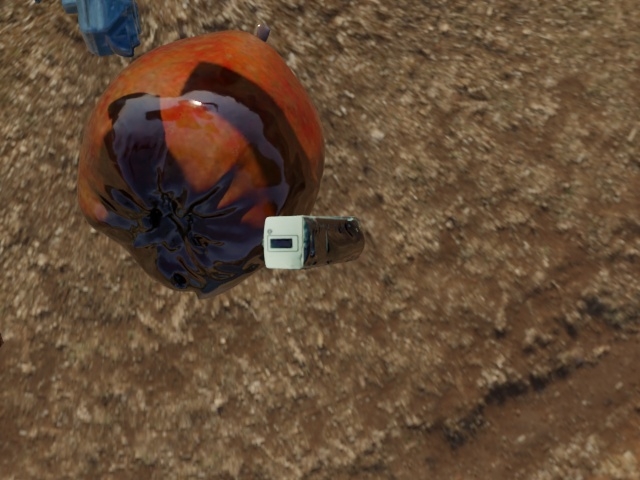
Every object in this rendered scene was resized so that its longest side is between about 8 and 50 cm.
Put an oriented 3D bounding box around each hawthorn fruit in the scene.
[{"bbox_3d":[-0.142,-0.103,1.265,0.308,0.325,0.308,-1,117,-3],"label":"hawthorn fruit"}]

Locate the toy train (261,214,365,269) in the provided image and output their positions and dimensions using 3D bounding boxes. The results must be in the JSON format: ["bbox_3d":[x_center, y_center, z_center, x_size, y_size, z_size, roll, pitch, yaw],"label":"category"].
[{"bbox_3d":[0.000,0.000,0.907,0.047,0.207,0.043,0,91,16],"label":"toy train"}]

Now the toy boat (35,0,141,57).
[{"bbox_3d":[-0.225,-0.264,0.944,0.102,0.088,0.215,-8,82,-6],"label":"toy boat"}]

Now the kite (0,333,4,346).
[{"bbox_3d":[-0.344,0.059,0.850,0.016,0.321,0.234,35,106,18],"label":"kite"}]
